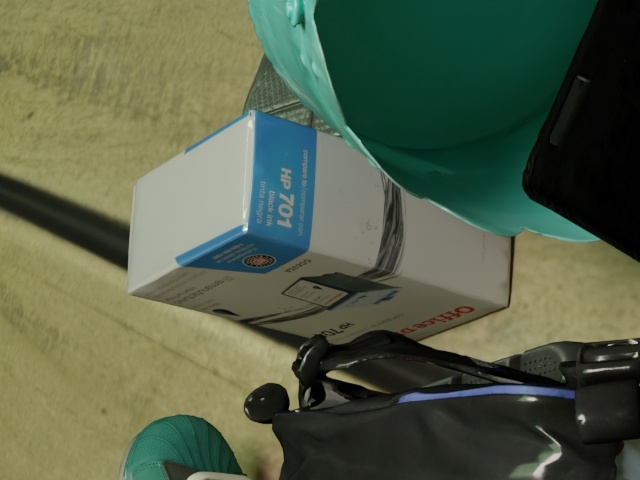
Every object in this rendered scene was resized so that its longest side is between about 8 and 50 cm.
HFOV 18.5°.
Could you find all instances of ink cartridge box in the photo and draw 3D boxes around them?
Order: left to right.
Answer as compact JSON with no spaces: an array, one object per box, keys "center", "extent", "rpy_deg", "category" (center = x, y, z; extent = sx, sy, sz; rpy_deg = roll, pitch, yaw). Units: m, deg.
[{"center":[0.000,0.000,1.182],"extent":[0.139,0.191,0.082],"rpy_deg":[-26,54,52],"category":"ink cartridge box"}]

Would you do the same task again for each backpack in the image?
[{"center":[0.124,0.155,0.824],"extent":[0.276,0.263,0.213],"rpy_deg":[-3,77,63],"category":"backpack"}]

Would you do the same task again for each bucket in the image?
[{"center":[0.097,-0.147,1.038],"extent":[0.281,0.281,0.183],"rpy_deg":[-68,25,6],"category":"bucket"}]

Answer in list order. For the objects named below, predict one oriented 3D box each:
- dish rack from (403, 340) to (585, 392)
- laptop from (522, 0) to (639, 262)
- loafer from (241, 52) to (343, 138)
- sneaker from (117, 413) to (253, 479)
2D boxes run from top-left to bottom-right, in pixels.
[{"center":[0.090,0.194,1.052],"extent":[0.208,0.074,0.271],"rpy_deg":[-26,54,53],"category":"dish rack"},{"center":[0.324,-0.103,0.686],"extent":[0.382,0.236,0.408],"rpy_deg":[-67,27,8],"category":"laptop"},{"center":[0.003,-0.120,1.379],"extent":[0.096,0.084,0.267],"rpy_deg":[-9,66,23],"category":"loafer"},{"center":[-0.045,0.225,1.229],"extent":[0.121,0.108,0.302],"rpy_deg":[-46,47,36],"category":"sneaker"}]
